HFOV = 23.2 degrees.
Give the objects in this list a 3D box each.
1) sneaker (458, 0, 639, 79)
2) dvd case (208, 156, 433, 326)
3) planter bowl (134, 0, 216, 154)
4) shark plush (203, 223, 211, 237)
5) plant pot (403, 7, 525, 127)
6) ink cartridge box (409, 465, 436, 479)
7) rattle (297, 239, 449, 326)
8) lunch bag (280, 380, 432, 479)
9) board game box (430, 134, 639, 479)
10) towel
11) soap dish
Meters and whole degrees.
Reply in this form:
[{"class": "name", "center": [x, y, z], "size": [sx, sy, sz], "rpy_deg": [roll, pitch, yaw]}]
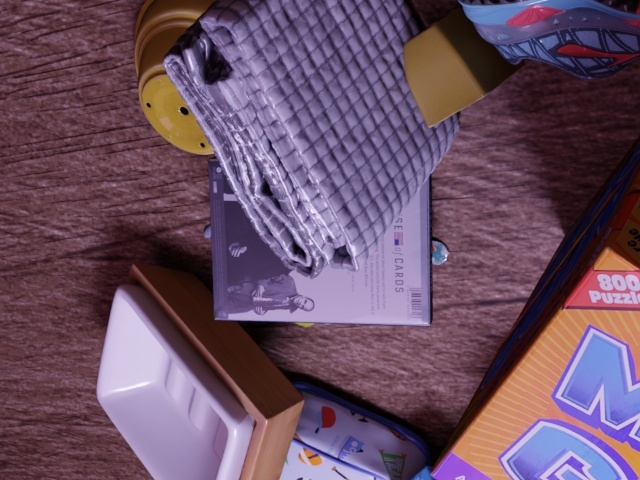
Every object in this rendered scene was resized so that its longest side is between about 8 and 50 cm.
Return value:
[{"class": "sneaker", "center": [0.256, -0.201, 1.377], "size": [0.262, 0.104, 0.125], "rpy_deg": [9, 148, 35]}, {"class": "dvd case", "center": [0.000, 0.000, 1.661], "size": [0.239, 0.029, 0.179], "rpy_deg": [1, 100, 12]}, {"class": "planter bowl", "center": [-0.126, -0.158, 1.658], "size": [0.217, 0.090, 0.217], "rpy_deg": [18, 136, 19]}, {"class": "shark plush", "center": [-0.085, -0.041, 1.755], "size": [0.161, 0.067, 0.073], "rpy_deg": [-10, 122, 39]}, {"class": "plant pot", "center": [0.127, -0.171, 1.488], "size": [0.081, 0.081, 0.083], "rpy_deg": [-29, 97, 46]}, {"class": "ink cartridge box", "center": [0.161, 0.418, 1.824], "size": [0.168, 0.232, 0.171], "rpy_deg": [22, 124, -39]}, {"class": "rattle", "center": [0.036, 0.001, 1.744], "size": [0.130, 0.142, 0.200], "rpy_deg": [22, 131, -34]}, {"class": "lunch bag", "center": [0.019, 0.334, 2.004], "size": [0.243, 0.115, 0.303], "rpy_deg": [22, 136, 12]}, {"class": "board game box", "center": [0.375, 0.095, 1.356], "size": [0.356, 0.356, 0.356], "rpy_deg": [33, 139, 4]}, {"class": "towel", "center": [-0.008, -0.141, 1.490], "size": [0.121, 0.235, 0.283], "rpy_deg": [-6, 124, 44]}, {"class": "soap dish", "center": [-0.148, 0.193, 1.890], "size": [0.291, 0.118, 0.229], "rpy_deg": [46, 136, 33]}]
